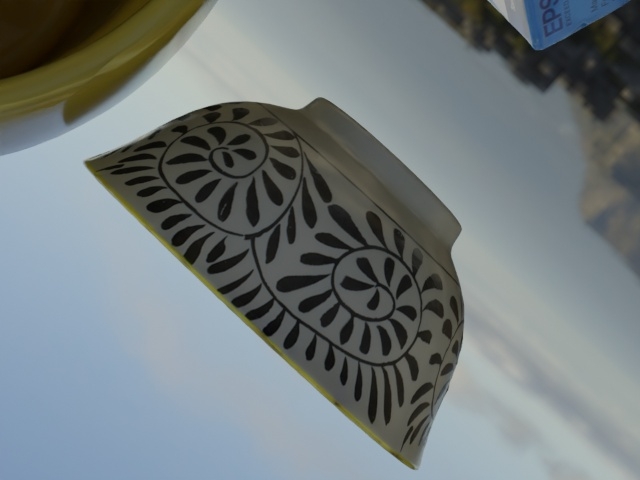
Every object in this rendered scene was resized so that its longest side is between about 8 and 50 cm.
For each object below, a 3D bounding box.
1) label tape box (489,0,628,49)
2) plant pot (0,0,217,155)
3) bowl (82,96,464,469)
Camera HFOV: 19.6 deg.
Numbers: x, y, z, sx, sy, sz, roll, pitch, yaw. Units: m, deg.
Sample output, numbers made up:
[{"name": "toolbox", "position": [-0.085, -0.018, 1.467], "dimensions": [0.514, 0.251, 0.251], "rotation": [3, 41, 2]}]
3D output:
[{"name": "label tape box", "position": [0.055, -0.307, 1.048], "dimensions": [0.348, 0.115, 0.249], "rotation": [49, 166, 38]}, {"name": "plant pot", "position": [-0.153, -0.144, 0.700], "dimensions": [0.254, 0.254, 0.239], "rotation": [41, 167, -4]}, {"name": "bowl", "position": [0.000, 0.000, 0.691], "dimensions": [0.170, 0.080, 0.170], "rotation": [43, 178, 1]}]
